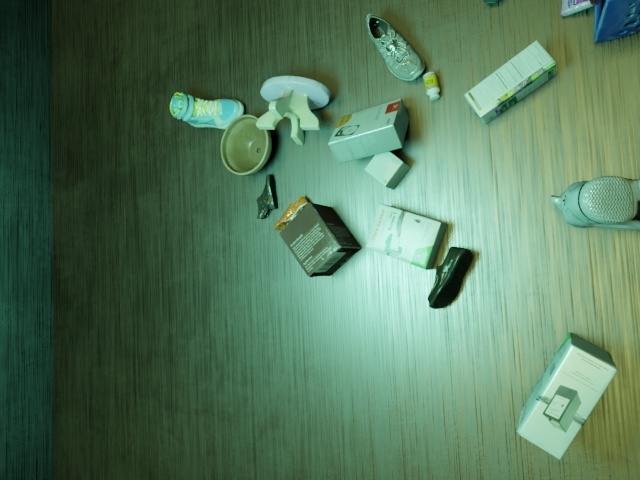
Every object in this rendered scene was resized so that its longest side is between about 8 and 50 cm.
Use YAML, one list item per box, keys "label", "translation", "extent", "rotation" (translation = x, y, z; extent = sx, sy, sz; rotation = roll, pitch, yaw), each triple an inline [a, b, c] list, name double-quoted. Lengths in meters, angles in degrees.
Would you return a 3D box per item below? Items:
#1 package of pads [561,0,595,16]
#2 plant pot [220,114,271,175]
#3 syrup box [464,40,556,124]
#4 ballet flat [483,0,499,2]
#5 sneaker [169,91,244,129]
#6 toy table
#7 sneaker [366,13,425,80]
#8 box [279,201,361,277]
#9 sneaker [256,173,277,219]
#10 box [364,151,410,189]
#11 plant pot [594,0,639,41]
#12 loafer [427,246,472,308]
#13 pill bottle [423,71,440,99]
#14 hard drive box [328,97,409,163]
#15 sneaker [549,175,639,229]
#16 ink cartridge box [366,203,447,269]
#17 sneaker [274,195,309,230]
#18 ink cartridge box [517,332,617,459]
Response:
- label: "package of pads"
  translation: [0.724, -0.671, 1.239]
  extent: [0.083, 0.031, 0.050]
  rotation: [3, 92, 55]
- label: "plant pot"
  translation: [-0.277, -0.373, 1.766]
  extent: [0.237, 0.109, 0.238]
  rotation: [-1, 89, 29]
- label: "syrup box"
  translation: [0.559, -0.460, 1.304]
  extent: [0.236, 0.093, 0.096]
  rotation: [-36, 72, 23]
- label: "ballet flat"
  translation: [0.515, -0.831, 1.359]
  extent: [0.074, 0.074, 0.203]
  rotation: [-8, 86, 29]
- label: "sneaker"
  translation: [-0.494, -0.547, 1.841]
  extent: [0.318, 0.208, 0.127]
  rotation: [1, 87, 29]
- label: "toy table"
  translation: [-0.108, -0.482, 1.619]
  extent: [0.274, 0.252, 0.161]
  rotation: [4, 73, 34]
- label: "sneaker"
  translation: [0.237, -0.648, 1.481]
  extent: [0.105, 0.115, 0.281]
  rotation: [-44, 68, 21]
- label: "box"
  translation: [0.000, 0.000, 1.560]
  extent: [0.168, 0.167, 0.203]
  rotation: [-43, 69, 22]
- label: "sneaker"
  translation: [-0.222, -0.174, 1.760]
  extent: [0.089, 0.051, 0.170]
  rotation: [-10, 86, 24]
- label: "box"
  translation: [0.226, -0.243, 1.487]
  extent: [0.101, 0.087, 0.102]
  rotation: [44, 109, 23]
- label: "plant pot"
  translation: [0.818, -0.664, 1.091]
  extent: [0.212, 0.236, 0.236]
  rotation: [5, 90, 24]
- label: "loafer"
  translation: [0.400, 0.115, 1.391]
  extent: [0.220, 0.080, 0.078]
  rotation: [-64, 30, 13]
- label: "pill bottle"
  translation: [0.366, -0.505, 1.444]
  extent: [0.043, 0.043, 0.083]
  rotation: [-15, 81, 28]
- label: "hard drive box"
  translation: [0.164, -0.364, 1.474]
  extent: [0.232, 0.089, 0.181]
  rotation: [-10, 39, 28]
- label: "sneaker"
  translation: [0.795, -0.088, 1.137]
  extent: [0.365, 0.210, 0.138]
  rotation: [8, 93, -5]
- label: "ink cartridge box"
  translation: [0.278, -0.015, 1.446]
  extent: [0.219, 0.092, 0.160]
  rotation: [20, 97, 28]
- label: "sneaker"
  translation: [-0.110, -0.101, 1.699]
  extent: [0.175, 0.064, 0.067]
  rotation: [-39, 50, 17]
- label: "ink cartridge box"
  translation: [0.643, 0.399, 1.160]
  extent: [0.114, 0.198, 0.273]
  rotation: [30, 103, 26]
